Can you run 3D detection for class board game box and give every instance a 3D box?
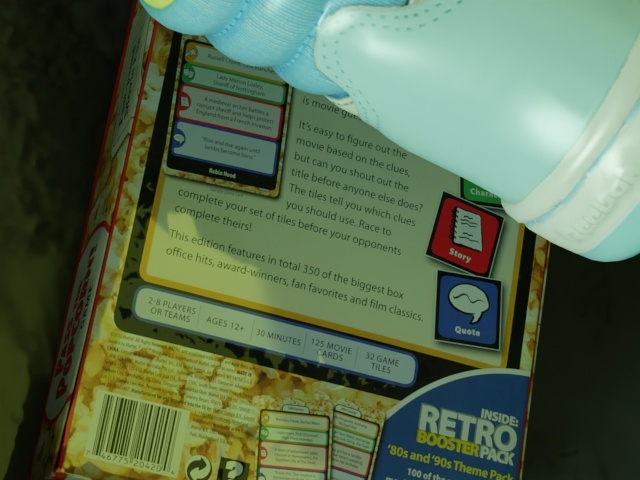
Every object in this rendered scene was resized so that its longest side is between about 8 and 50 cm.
[{"bbox_3d":[0.000,0.000,0.555,0.146,0.045,0.193,16,70,-16],"label":"board game box"}]

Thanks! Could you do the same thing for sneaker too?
[{"bbox_3d":[0.038,-0.159,0.542,0.208,0.127,0.319,23,46,-11],"label":"sneaker"}]
